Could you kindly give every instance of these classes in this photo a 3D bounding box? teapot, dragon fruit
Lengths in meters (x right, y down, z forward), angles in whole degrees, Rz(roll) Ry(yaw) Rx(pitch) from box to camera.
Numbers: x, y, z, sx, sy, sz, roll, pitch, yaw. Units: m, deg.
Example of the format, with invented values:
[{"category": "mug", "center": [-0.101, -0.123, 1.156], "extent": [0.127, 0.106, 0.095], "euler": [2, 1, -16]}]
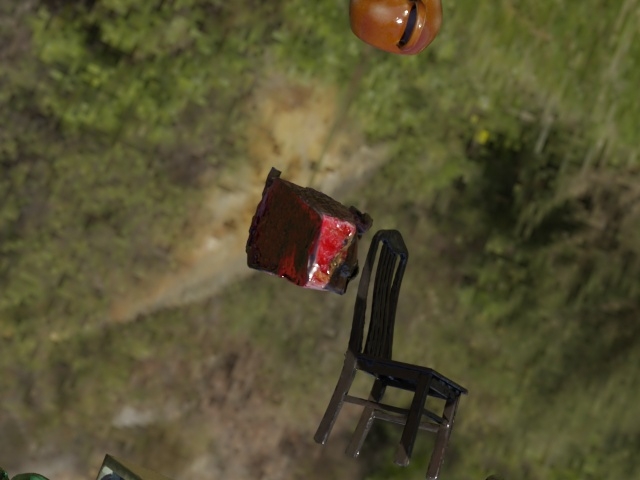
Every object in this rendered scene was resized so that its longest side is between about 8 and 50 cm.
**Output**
[{"category": "teapot", "center": [0.093, -0.276, 1.990], "extent": [0.116, 0.116, 0.173], "euler": [30, -161, -26]}, {"category": "dragon fruit", "center": [0.000, 0.000, 1.692], "extent": [0.096, 0.102, 0.147], "euler": [7, -165, -30]}]

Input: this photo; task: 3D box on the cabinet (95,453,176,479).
[{"category": "cabinet", "center": [-0.062, 0.251, 1.137], "extent": [0.206, 0.145, 0.150], "euler": [24, 175, -21]}]

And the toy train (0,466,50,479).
[{"category": "toy train", "center": [-0.329, 0.327, 1.559], "extent": [0.145, 0.266, 0.202], "euler": [46, 133, -15]}]

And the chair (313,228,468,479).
[{"category": "chair", "center": [0.080, 0.099, 1.580], "extent": [0.101, 0.212, 0.084], "euler": [12, 168, 29]}]

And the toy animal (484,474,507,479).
[{"category": "toy animal", "center": [0.138, 0.240, 1.298], "extent": [0.138, 0.108, 0.236], "euler": [26, 178, 13]}]
